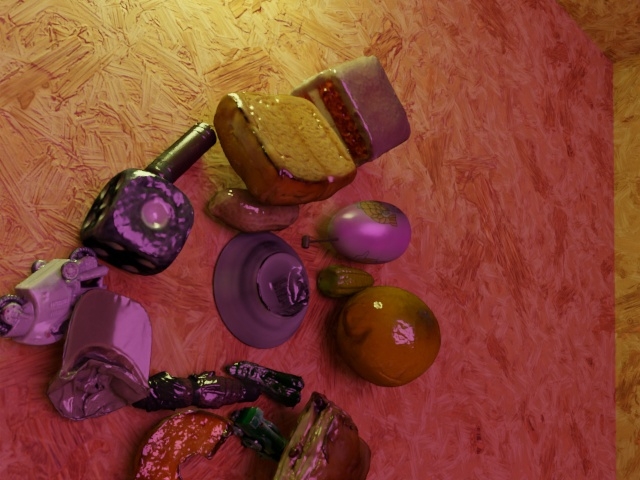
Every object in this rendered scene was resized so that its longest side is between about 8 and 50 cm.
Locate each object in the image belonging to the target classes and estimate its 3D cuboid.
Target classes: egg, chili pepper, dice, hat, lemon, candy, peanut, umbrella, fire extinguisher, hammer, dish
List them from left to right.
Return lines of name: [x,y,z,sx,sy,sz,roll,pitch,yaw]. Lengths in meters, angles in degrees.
hat: [-0.465,0.239,1.357,0.214,0.149,0.245,29,43,-44]
dice: [-0.399,-0.038,1.430,0.182,0.183,0.182,37,59,-29]
fire extinguisher: [-0.364,-0.192,1.580,0.089,0.072,0.268,33,53,5]
umbrella: [-0.279,0.346,1.507,0.325,0.090,0.094,7,77,-39]
peanut: [-0.170,-0.082,1.696,0.253,0.137,0.122,-7,127,-43]
chili pepper: [-0.147,0.356,1.653,0.226,0.059,0.088,27,74,-31]
dish: [-0.122,0.119,1.697,0.316,0.106,0.317,12,71,-41]
hammer: [0.000,0.000,1.839,0.019,0.110,0.036,34,55,-58]
candy: [0.085,0.119,1.903,0.209,0.096,0.097,4,77,-48]
egg: [0.144,-0.020,1.917,0.271,0.196,0.197,-15,90,-40]
lemon: [0.188,0.267,1.833,0.297,0.297,0.297,12,72,-40]

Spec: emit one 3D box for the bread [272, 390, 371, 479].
bread: [0.019,0.548,1.601,0.325,0.166,0.278,74,34,-52]

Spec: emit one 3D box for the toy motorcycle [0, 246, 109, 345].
toy motorcycle: [-0.537,0.131,1.326,0.260,0.110,0.171,-45,128,-47]

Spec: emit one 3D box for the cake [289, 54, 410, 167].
cake: [0.087,-0.369,1.924,0.230,0.237,0.309,-38,104,-44]

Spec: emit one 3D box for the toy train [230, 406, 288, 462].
toy train: [-0.142,0.475,1.595,0.178,0.104,0.071,50,47,-23]

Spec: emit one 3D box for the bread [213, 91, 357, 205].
bread: [-0.090,-0.230,1.691,0.327,0.148,0.337,-12,62,-48]

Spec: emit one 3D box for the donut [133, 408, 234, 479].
donut: [-0.321,0.457,1.412,0.152,0.101,0.259,49,65,-22]
